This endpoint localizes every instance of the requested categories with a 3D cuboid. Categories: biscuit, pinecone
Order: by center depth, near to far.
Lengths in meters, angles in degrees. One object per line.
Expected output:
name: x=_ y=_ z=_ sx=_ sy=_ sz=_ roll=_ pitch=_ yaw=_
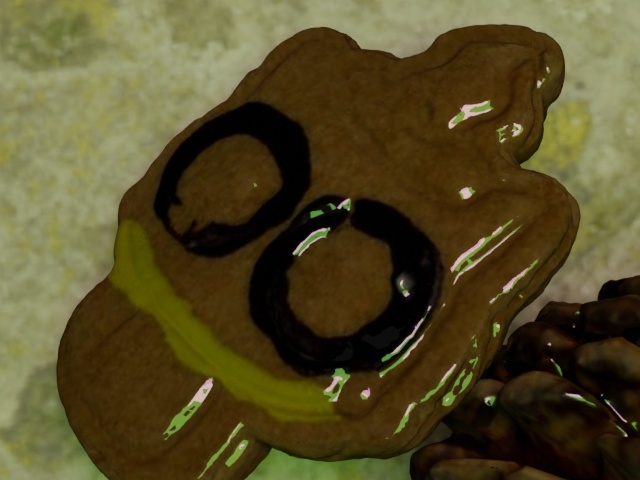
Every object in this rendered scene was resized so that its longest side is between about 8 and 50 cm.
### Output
pinecone: x=0.176 y=0.124 z=0.621 sx=0.257 sy=0.243 sz=0.243 roll=-32 pitch=93 yaw=-9
biscuit: x=0.000 y=0.000 z=0.639 sx=0.290 sy=0.041 sz=0.208 roll=-44 pitch=57 yaw=-5
